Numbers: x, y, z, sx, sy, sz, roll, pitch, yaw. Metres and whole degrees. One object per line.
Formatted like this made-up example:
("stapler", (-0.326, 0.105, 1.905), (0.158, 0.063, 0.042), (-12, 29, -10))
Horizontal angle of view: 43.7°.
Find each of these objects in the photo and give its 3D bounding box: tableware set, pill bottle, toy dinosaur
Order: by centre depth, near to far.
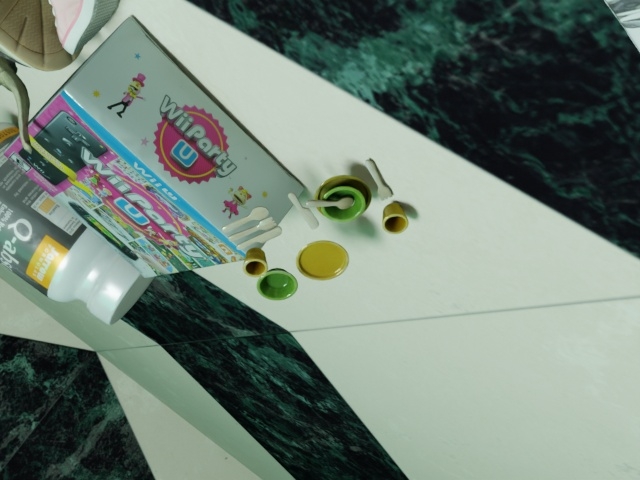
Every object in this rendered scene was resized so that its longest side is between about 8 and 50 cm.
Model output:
("tableware set", (0.000, 0.000, 0.688), (0.154, 0.024, 0.104), (-23, 128, 15))
("toy dinosaur", (-0.340, -0.192, 0.794), (0.268, 0.064, 0.118), (47, 169, 46))
("pill bottle", (-0.354, -0.019, 1.065), (0.278, 0.162, 0.162), (35, 157, 0))

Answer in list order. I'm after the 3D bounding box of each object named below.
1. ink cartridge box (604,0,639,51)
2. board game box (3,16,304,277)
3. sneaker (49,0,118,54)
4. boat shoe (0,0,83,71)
("ink cartridge box", (0.175, -0.116, 0.274), (0.191, 0.082, 0.140), (44, 156, -23))
("board game box", (-0.188, -0.074, 0.824), (0.224, 0.097, 0.303), (44, 154, -20))
("sneaker", (-0.203, -0.208, 0.647), (0.070, 0.051, 0.134), (41, 153, -10))
("boat shoe", (-0.333, -0.250, 0.680), (0.285, 0.102, 0.092), (42, 152, -29))
